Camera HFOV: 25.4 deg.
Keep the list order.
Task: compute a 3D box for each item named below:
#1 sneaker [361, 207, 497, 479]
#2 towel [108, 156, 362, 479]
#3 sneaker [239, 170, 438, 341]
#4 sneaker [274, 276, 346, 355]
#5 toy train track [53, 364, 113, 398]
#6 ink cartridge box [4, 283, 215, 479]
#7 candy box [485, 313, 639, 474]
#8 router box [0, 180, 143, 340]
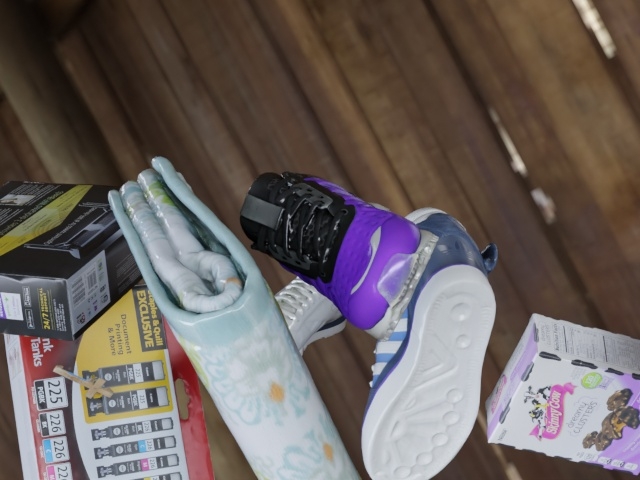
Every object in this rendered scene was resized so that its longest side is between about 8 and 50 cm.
[{"bbox_3d":[0.116,0.118,1.767,0.130,0.323,0.236,8,27,-16],"label":"sneaker"},{"bbox_3d":[-0.064,0.110,1.292,0.090,0.320,0.374,-30,27,-4],"label":"towel"},{"bbox_3d":[0.000,0.001,1.233,0.102,0.146,0.293,-64,12,3],"label":"sneaker"},{"bbox_3d":[-0.031,0.086,1.806,0.235,0.090,0.095,-33,-29,-56],"label":"sneaker"},{"bbox_3d":[-0.310,0.182,1.859,0.048,0.083,0.014,-46,24,40],"label":"toy train track"},{"bbox_3d":[-0.277,0.225,1.957,0.272,0.309,0.130,-7,-11,-22],"label":"ink cartridge box"},{"bbox_3d":[0.314,0.185,1.680,0.070,0.196,0.165,-86,12,-48],"label":"candy box"},{"bbox_3d":[-0.343,0.016,1.733,0.243,0.081,0.309,4,22,18],"label":"router box"}]
